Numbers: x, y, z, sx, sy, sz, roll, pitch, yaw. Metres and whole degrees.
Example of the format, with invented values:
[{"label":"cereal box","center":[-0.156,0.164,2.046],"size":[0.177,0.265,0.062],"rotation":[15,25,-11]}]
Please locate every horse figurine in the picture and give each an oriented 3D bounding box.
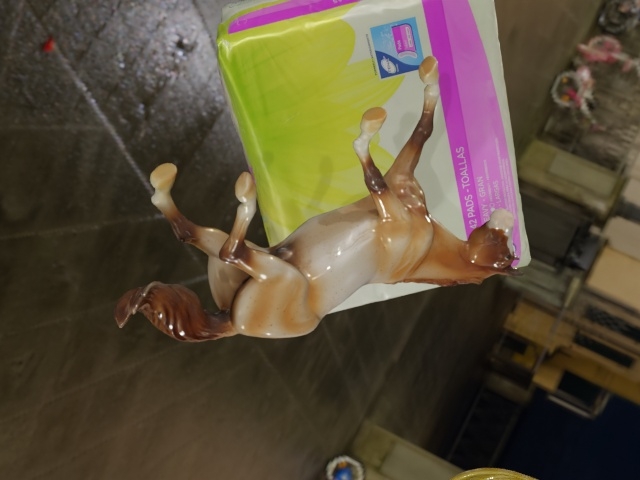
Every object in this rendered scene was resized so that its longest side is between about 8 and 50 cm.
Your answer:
[{"label":"horse figurine","center":[0.000,0.000,0.590],"size":[0.263,0.066,0.174],"rotation":[-25,137,-11]}]

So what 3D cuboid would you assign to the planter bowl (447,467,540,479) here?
[{"label":"planter bowl","center":[0.219,0.326,0.990],"size":[0.090,0.217,0.217],"rotation":[-17,132,-52]}]

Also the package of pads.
[{"label":"package of pads","center":[0.047,-0.082,0.822],"size":[0.101,0.229,0.296],"rotation":[-96,171,-57]}]
